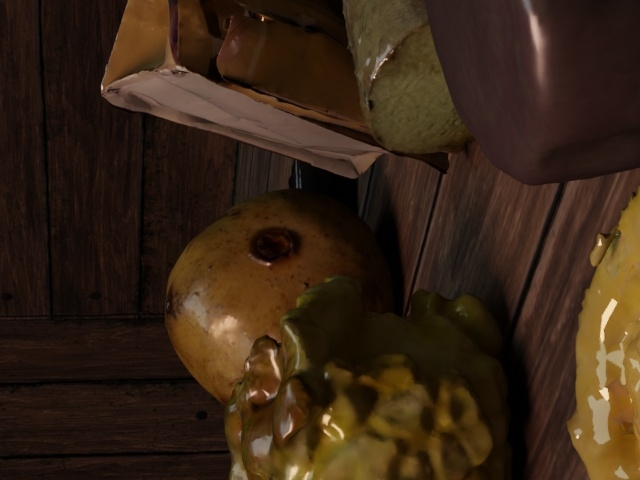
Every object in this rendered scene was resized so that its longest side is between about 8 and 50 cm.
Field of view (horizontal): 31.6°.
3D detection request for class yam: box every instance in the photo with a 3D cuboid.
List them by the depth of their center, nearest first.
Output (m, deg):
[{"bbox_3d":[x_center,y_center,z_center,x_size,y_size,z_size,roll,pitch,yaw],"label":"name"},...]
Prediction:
[{"bbox_3d":[0.091,-0.212,0.906,0.161,0.161,0.268,105,161,-54],"label":"yam"}]

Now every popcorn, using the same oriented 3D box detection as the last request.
[{"bbox_3d":[0.039,0.162,0.973,0.293,0.237,0.293,178,90,-76],"label":"popcorn"}]

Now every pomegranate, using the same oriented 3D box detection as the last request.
[{"bbox_3d":[-0.041,0.077,1.347,0.281,0.281,0.281,180,90,-79],"label":"pomegranate"}]

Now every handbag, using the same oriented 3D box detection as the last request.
[{"bbox_3d":[0.000,0.000,1.637,0.223,0.080,0.247,117,149,-83],"label":"handbag"}]

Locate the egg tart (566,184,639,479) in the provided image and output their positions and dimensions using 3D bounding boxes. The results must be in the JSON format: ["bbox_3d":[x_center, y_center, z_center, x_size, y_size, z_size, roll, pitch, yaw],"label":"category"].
[{"bbox_3d":[0.192,0.065,0.448,0.345,0.132,0.345,-178,90,-81],"label":"egg tart"}]

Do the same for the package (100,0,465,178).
[{"bbox_3d":[0.001,-0.167,0.995,0.165,0.311,0.221,29,101,50],"label":"package"}]

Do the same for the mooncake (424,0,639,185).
[{"bbox_3d":[0.131,-0.152,0.641,0.245,0.133,0.245,-13,-90,-88],"label":"mooncake"}]
